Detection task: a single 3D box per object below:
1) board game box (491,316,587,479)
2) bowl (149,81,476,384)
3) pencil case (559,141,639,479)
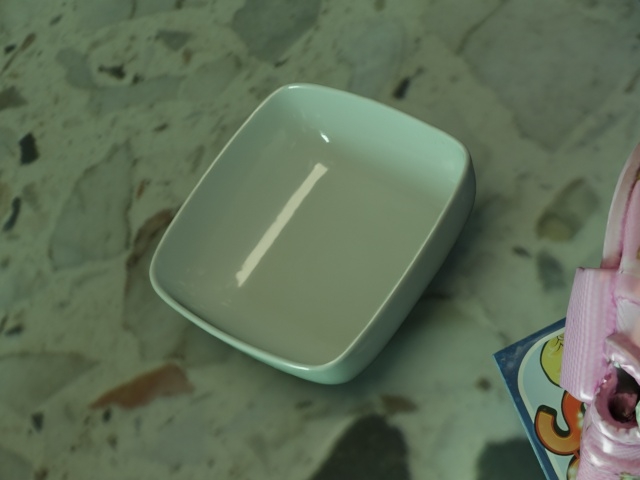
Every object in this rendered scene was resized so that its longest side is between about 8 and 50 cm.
[{"bbox_3d":[0.166,0.100,0.525,0.136,0.035,0.201,-28,51,9],"label":"board game box"},{"bbox_3d":[0.000,0.000,0.668,0.142,0.053,0.142,25,74,36],"label":"bowl"},{"bbox_3d":[0.256,0.087,0.372,0.386,0.160,0.167,21,60,26],"label":"pencil case"}]
